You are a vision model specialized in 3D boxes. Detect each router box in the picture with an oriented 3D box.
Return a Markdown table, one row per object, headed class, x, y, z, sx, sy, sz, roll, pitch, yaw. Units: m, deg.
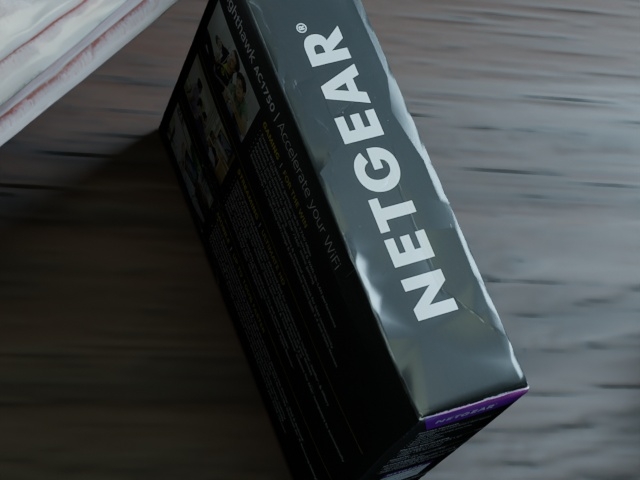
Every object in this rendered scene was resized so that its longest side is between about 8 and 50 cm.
| class | x | y | z | sx | sy | sz | roll | pitch | yaw |
| --- | --- | --- | --- | --- | --- | --- | --- | --- | --- |
| router box | 0.000 | 0.000 | 0.561 | 0.046 | 0.133 | 0.179 | -15 | 72 | -22 |

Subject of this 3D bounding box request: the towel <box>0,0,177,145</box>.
| class | x | y | z | sx | sy | sz | roll | pitch | yaw |
| --- | --- | --- | --- | --- | --- | --- | --- | --- | --- |
| towel | -0.194 | -0.173 | 0.552 | 0.317 | 0.053 | 0.332 | -42 | 75 | -11 |
